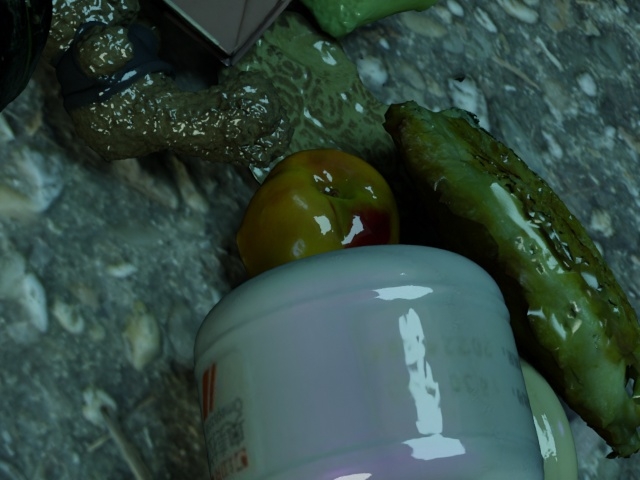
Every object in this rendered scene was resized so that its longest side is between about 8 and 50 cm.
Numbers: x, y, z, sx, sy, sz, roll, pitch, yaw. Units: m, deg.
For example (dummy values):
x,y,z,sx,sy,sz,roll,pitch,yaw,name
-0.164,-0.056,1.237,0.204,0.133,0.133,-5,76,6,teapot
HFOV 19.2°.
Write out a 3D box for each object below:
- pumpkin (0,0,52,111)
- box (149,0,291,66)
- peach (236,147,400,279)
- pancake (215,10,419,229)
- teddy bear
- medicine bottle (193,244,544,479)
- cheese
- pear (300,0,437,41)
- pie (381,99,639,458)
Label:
x,y,z,sx,sy,sz,roll,pitch,yaw,name
-0.305,-0.190,1.324,0.249,0.216,0.250,13,38,-10,pumpkin
-0.088,-0.287,1.555,0.215,0.215,0.086,41,3,-6,box
0.000,0.000,1.533,0.138,0.138,0.138,21,53,-31,peach
-0.001,-0.104,1.663,0.212,0.029,0.235,-29,86,-46,pancake
-0.147,-0.127,1.489,0.251,0.182,0.129,38,85,2,teddy bear
0.043,0.180,1.376,0.241,0.241,0.302,8,60,-38,medicine bottle
0.165,0.186,1.489,0.070,0.249,0.163,-5,113,-31,cheese
0.054,-0.358,1.680,0.286,0.282,0.176,49,39,-3,pear
0.178,0.018,1.604,0.355,0.103,0.288,53,8,-10,pie
